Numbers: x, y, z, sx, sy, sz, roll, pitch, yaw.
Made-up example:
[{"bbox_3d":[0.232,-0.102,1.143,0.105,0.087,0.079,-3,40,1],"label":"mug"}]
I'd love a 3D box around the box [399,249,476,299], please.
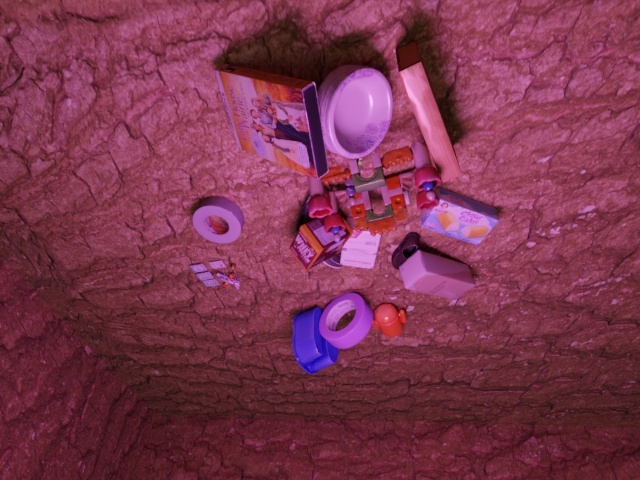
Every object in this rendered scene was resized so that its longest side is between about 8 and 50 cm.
[{"bbox_3d":[0.522,0.159,1.834,0.310,0.121,0.148,14,136,-27],"label":"box"}]

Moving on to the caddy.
[{"bbox_3d":[-0.041,0.523,2.159,0.179,0.342,0.241,-26,131,25],"label":"caddy"}]

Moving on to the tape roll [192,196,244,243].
[{"bbox_3d":[-0.456,-0.090,1.841,0.218,0.072,0.219,5,133,5],"label":"tape roll"}]

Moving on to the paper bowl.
[{"bbox_3d":[0.092,-0.424,1.343,0.148,0.284,0.285,33,150,42],"label":"paper bowl"}]

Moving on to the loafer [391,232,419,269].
[{"bbox_3d":[0.378,0.063,1.849,0.080,0.078,0.220,14,133,-4],"label":"loafer"}]

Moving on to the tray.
[{"bbox_3d":[0.352,-0.411,1.332,0.076,0.203,0.411,-18,127,21],"label":"tray"}]

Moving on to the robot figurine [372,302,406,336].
[{"bbox_3d":[0.358,0.415,2.145,0.157,0.128,0.220,9,141,40],"label":"robot figurine"}]

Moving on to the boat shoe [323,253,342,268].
[{"bbox_3d":[0.025,0.050,1.889,0.227,0.081,0.068,33,133,-17],"label":"boat shoe"}]

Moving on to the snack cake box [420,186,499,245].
[{"bbox_3d":[0.562,-0.096,1.669,0.264,0.089,0.152,18,133,-8],"label":"snack cake box"}]

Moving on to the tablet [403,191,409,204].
[{"bbox_3d":[0.333,-0.179,1.684,0.054,0.006,0.083,-9,131,16],"label":"tablet"}]

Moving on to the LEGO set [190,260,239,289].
[{"bbox_3d":[-0.529,0.185,2.116,0.244,0.060,0.183,-9,134,16],"label":"LEGO set"}]

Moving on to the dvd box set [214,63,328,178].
[{"bbox_3d":[-0.164,-0.400,1.361,0.420,0.062,0.308,27,144,34],"label":"dvd box set"}]

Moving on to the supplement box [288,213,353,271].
[{"bbox_3d":[0.000,0.000,1.723,0.129,0.194,0.191,53,147,14],"label":"supplement box"}]

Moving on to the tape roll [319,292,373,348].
[{"bbox_3d":[0.127,0.400,2.063,0.274,0.275,0.090,-24,125,27],"label":"tape roll"}]

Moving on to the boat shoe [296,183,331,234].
[{"bbox_3d":[-0.033,-0.118,1.735,0.102,0.092,0.285,22,132,-11],"label":"boat shoe"}]

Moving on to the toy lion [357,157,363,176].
[{"bbox_3d":[0.148,-0.295,1.559,0.034,0.096,0.100,9,173,0],"label":"toy lion"}]

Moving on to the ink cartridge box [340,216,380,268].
[{"bbox_3d":[0.177,0.013,1.826,0.158,0.092,0.218,7,131,2],"label":"ink cartridge box"}]

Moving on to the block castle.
[{"bbox_3d":[0.196,-0.154,1.487,0.452,0.213,0.303,-14,163,11],"label":"block castle"}]
